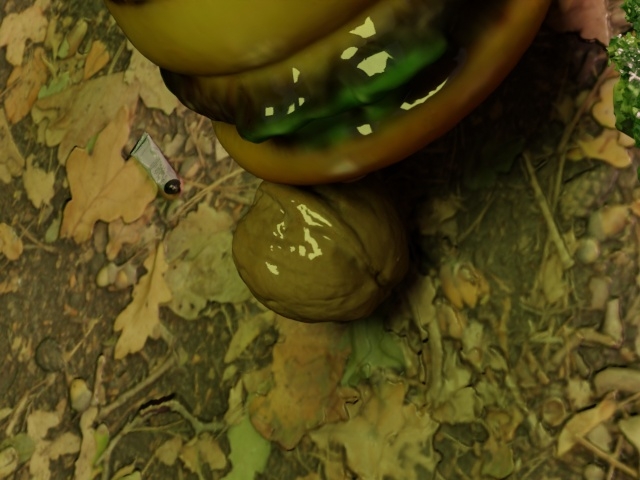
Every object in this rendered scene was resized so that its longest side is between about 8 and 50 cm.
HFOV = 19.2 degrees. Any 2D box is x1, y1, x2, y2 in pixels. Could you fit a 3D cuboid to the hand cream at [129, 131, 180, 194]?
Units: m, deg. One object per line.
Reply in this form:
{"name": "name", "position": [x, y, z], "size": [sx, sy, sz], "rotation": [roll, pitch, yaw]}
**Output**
{"name": "hand cream", "position": [-0.169, -0.076, 1.961], "size": [0.030, 0.019, 0.093], "rotation": [-55, 43, 16]}

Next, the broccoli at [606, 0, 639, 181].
{"name": "broccoli", "position": [0.325, -0.092, 1.409], "size": [0.294, 0.265, 0.245], "rotation": [57, 152, 29]}

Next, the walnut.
{"name": "walnut", "position": [0.000, 0.000, 1.707], "size": [0.166, 0.149, 0.167], "rotation": [-12, 54, 16]}

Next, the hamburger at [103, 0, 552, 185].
{"name": "hamburger", "position": [0.027, -0.235, 1.631], "size": [0.395, 0.277, 0.396], "rotation": [-29, 33, 21]}
